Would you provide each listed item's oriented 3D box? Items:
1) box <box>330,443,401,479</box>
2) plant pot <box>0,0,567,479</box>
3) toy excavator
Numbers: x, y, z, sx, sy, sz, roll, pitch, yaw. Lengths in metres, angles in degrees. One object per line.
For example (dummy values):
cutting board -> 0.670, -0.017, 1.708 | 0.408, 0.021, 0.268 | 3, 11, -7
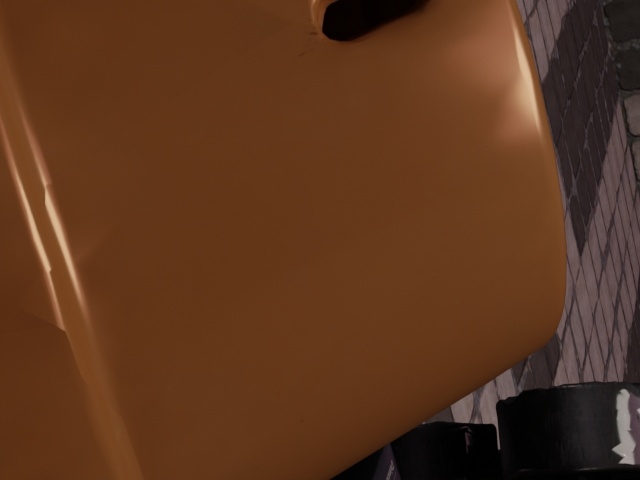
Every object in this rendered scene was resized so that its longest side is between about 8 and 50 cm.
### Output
box -> -0.010, 0.252, 0.850 | 0.261, 0.103, 0.184 | -64, 144, -59
plant pot -> -0.048, -0.029, 0.535 | 0.291, 0.203, 0.291 | 164, -90, -84
toy excavator -> 0.196, 0.251, 1.210 | 0.445, 0.433, 0.222 | 8, 72, -42
